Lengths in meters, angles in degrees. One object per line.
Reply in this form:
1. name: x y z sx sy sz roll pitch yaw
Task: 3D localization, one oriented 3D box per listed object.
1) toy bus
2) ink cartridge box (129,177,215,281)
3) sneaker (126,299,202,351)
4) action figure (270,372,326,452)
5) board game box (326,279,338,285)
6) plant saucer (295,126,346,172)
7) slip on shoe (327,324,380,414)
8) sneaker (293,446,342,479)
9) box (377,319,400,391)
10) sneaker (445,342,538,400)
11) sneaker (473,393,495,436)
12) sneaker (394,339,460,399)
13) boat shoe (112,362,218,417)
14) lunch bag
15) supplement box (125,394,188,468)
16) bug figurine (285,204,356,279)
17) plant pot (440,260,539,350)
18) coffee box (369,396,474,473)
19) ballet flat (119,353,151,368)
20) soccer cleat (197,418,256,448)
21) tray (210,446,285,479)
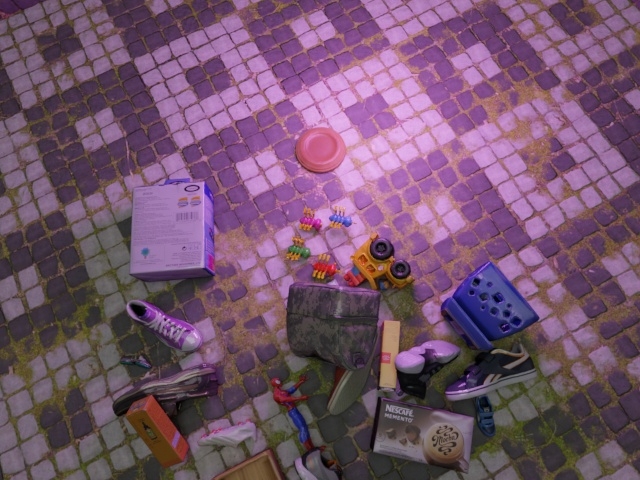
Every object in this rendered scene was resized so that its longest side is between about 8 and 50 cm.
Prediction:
1. toy bus: 0.199 0.109 1.669 0.211 0.149 0.220 -41 78 4
2. ink cartridge box: -0.535 -0.061 1.734 0.270 0.151 0.394 -5 75 0
3. sneaker: -0.546 0.295 1.624 0.282 0.161 0.102 26 75 8
4. action figure: -0.054 0.556 1.564 0.139 0.091 0.280 -38 77 -2
5. board game box: 0.037 0.200 1.702 0.090 0.020 0.090 -28 75 -7
6. plant saucer: 0.001 -0.363 1.864 0.200 0.037 0.199 0 73 1
7. slip on shoe: 0.098 0.424 1.598 0.101 0.123 0.330 13 78 42
8. sneaker: 0.038 0.753 1.459 0.108 0.100 0.271 -41 100 -4
9. box: 0.231 0.392 1.604 0.058 0.087 0.232 6 75 4
10. sneaker: 0.547 0.431 1.562 0.322 0.126 0.127 -13 77 -13
11. sneaker: 0.541 0.570 1.552 0.053 0.059 0.144 -12 74 -4
12. sneaker: 0.352 0.433 1.578 0.269 0.101 0.152 -8 111 -31
13. boat shoe: -0.511 0.523 1.569 0.356 0.132 0.130 -20 73 -3
14. lunch bag: 0.031 0.272 1.524 0.213 0.305 0.255 12 82 -39
15. supplement box: -0.517 0.610 1.506 0.078 0.080 0.233 -23 111 9
16. bug figurine: 0.000 0.000 1.737 0.217 0.072 0.278 17 79 13
17. plant pot: 0.538 0.234 1.571 0.212 0.236 0.236 -38 76 -2
18. coffee box: 0.320 0.616 1.515 0.298 0.119 0.167 11 75 5
19. ballet flat: -0.644 0.420 1.654 0.115 0.041 0.041 9 74 4
20. soccer cleat: -0.307 0.653 1.557 0.197 0.068 0.076 -16 76 -6
21. tray: -0.164 0.895 1.475 0.203 0.076 0.410 -26 75 -6
